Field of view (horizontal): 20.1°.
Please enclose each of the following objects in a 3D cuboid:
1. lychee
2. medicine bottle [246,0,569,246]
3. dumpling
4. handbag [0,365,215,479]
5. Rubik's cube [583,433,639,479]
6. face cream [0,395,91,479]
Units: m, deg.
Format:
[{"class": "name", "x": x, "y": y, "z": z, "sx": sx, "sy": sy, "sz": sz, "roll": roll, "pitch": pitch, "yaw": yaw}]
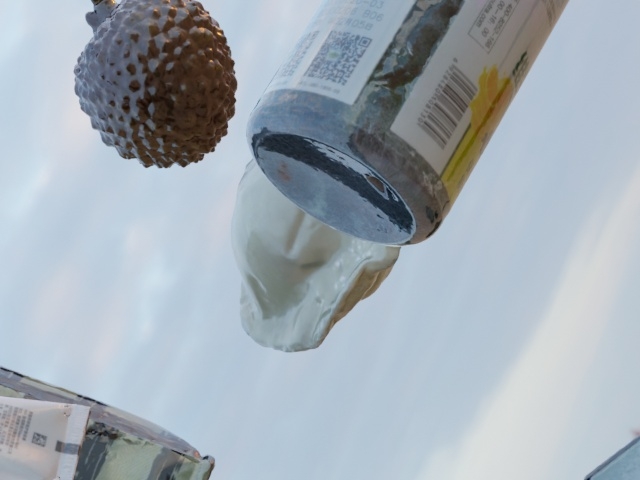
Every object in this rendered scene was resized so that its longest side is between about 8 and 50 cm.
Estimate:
[{"class": "lychee", "x": -0.195, "y": -0.197, "z": 2.105, "sx": 0.200, "sy": 0.238, "sz": 0.200, "roll": -36, "pitch": -5, "yaw": -3}, {"class": "medicine bottle", "x": 0.078, "y": -0.149, "z": 1.182, "sx": 0.293, "sy": 0.141, "sz": 0.141, "roll": -60, "pitch": -14, "yaw": -21}, {"class": "dumpling", "x": 0.000, "y": 0.000, "z": 1.543, "sx": 0.258, "sy": 0.147, "sz": 0.193, "roll": -40, "pitch": 46, "yaw": 43}, {"class": "handbag", "x": -0.271, "y": 0.231, "z": 1.638, "sx": 0.327, "sy": 0.325, "sz": 0.162, "roll": 114, "pitch": 177, "yaw": -66}, {"class": "Rubik's cube", "x": 0.329, "y": 0.313, "z": 1.658, "sx": 0.250, "sy": 0.234, "sz": 0.284, "roll": -11, "pitch": -49, "yaw": -28}, {"class": "face cream", "x": -0.301, "y": 0.140, "z": 1.364, "sx": 0.092, "sy": 0.243, "sz": 0.058, "roll": -83, "pitch": 2, "yaw": -50}]
